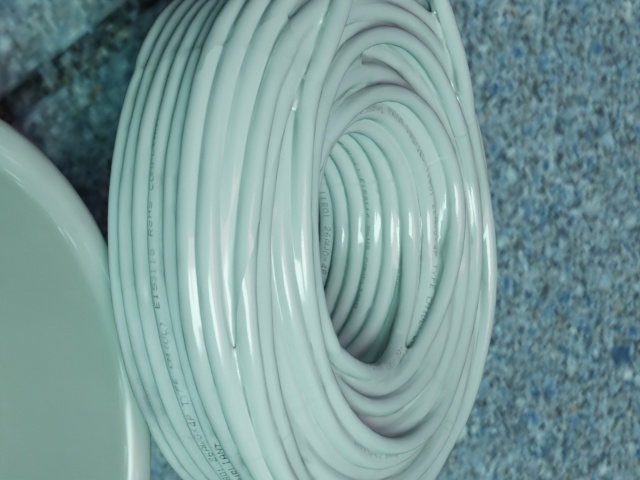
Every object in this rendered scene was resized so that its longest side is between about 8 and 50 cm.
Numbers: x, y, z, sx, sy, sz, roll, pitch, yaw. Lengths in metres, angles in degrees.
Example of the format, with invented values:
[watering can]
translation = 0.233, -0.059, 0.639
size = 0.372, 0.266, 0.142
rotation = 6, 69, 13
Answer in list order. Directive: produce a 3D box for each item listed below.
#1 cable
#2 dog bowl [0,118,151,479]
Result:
[cable]
translation = 0.000, 0.000, 0.603
size = 0.257, 0.089, 0.257
rotation = -62, 141, -40
[dog bowl]
translation = -0.183, 0.098, 0.458
size = 0.349, 0.102, 0.348
rotation = -10, 101, -62
